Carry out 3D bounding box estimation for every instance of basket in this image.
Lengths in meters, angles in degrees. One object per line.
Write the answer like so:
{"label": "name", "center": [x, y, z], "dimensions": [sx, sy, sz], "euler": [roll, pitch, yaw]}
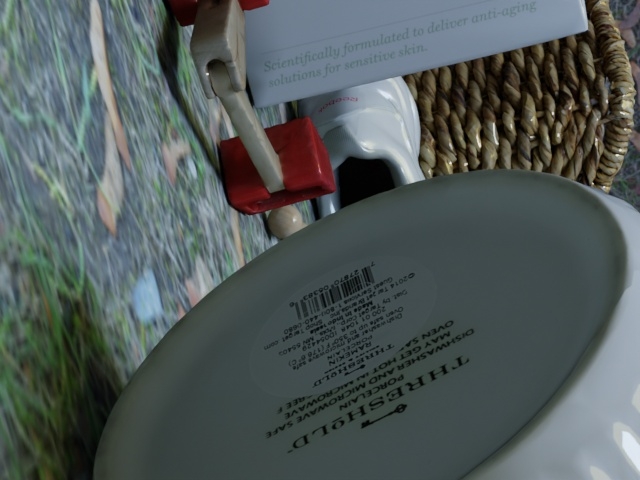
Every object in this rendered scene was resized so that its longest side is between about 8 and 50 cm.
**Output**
{"label": "basket", "center": [0.158, -0.086, 1.602], "dimensions": [0.299, 0.223, 0.213], "euler": [-96, 167, -54]}

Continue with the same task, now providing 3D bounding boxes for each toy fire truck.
{"label": "toy fire truck", "center": [-0.046, -0.103, 0.862], "dimensions": [0.192, 0.047, 0.135], "euler": [54, 23, -66]}

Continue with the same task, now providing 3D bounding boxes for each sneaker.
{"label": "sneaker", "center": [0.044, 0.008, 1.189], "dimensions": [0.232, 0.090, 0.115], "euler": [60, 21, -28]}

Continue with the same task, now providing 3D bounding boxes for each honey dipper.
{"label": "honey dipper", "center": [0.000, 0.000, 1.046], "dimensions": [0.161, 0.030, 0.030], "euler": [35, 40, -75]}

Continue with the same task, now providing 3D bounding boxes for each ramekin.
{"label": "ramekin", "center": [0.032, 0.072, 0.545], "dimensions": [0.109, 0.207, 0.207], "euler": [59, 15, -27]}

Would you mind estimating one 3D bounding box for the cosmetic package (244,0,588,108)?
{"label": "cosmetic package", "center": [0.045, -0.214, 1.172], "dimensions": [0.365, 0.197, 0.155], "euler": [-77, 154, -70]}
